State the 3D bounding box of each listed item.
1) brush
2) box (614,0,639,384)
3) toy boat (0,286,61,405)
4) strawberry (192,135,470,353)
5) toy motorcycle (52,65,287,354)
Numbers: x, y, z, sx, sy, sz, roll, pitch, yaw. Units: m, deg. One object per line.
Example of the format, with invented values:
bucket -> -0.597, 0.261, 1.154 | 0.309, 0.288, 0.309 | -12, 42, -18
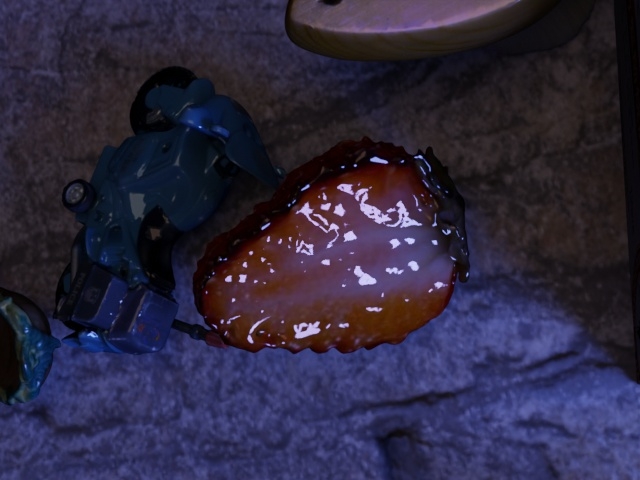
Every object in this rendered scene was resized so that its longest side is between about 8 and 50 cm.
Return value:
brush -> 0.098, -0.222, 1.087 | 0.267, 0.166, 0.174 | -25, 77, 5
box -> 0.275, -0.069, 0.999 | 0.069, 0.214, 0.353 | -4, 78, 8
toy boat -> -0.357, 0.084, 1.141 | 0.293, 0.099, 0.108 | 2, 110, 22
strawberry -> 0.000, 0.000, 1.069 | 0.237, 0.190, 0.111 | -17, 32, -11
toy motorcycle -> -0.134, -0.022, 1.123 | 0.182, 0.124, 0.272 | 15, 79, 35
